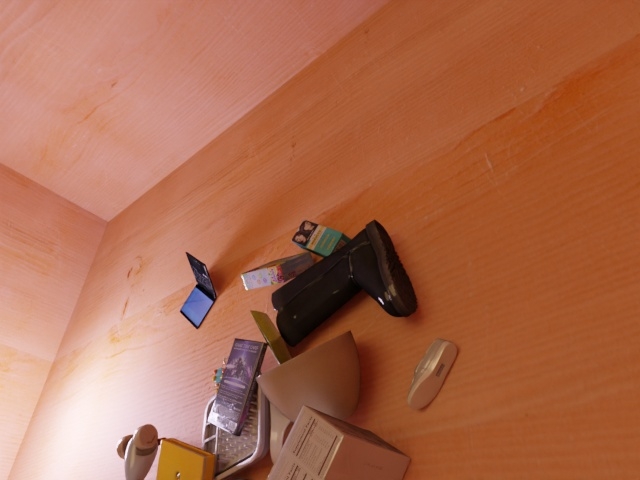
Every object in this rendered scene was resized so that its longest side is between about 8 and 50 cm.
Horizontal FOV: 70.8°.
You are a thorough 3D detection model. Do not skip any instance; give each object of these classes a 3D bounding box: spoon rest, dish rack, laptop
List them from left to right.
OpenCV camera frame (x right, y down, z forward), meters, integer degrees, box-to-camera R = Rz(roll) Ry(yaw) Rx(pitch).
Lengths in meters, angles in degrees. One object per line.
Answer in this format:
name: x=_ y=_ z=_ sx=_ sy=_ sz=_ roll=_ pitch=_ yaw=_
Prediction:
laptop: x=-0.573 y=0.216 z=2.007 sx=0.136 sy=0.265 sz=0.234 roll=-27 pitch=27 yaw=-29
dish rack: x=-0.256 y=0.582 z=1.398 sx=0.333 sy=0.072 sz=0.286 roll=-42 pitch=36 yaw=31
spoon rest: x=-0.095 y=0.501 z=1.303 sx=0.137 sy=0.084 sz=0.277 roll=-7 pitch=57 yaw=23

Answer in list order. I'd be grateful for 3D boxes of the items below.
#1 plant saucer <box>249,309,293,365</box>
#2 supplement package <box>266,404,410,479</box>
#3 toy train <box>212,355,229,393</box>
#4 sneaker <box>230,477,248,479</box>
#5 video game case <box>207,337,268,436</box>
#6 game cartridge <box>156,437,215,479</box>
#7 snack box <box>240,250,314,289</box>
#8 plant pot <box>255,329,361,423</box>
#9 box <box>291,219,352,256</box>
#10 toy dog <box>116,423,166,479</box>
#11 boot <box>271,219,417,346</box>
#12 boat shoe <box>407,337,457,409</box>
plant saucer: x=-0.148 y=0.326 z=1.453 sx=0.045 sy=0.189 sz=0.188 roll=-30 pitch=35 yaw=-13
supplement package: x=0.041 y=0.522 z=1.002 sx=0.145 sy=0.261 sz=0.204 roll=14 pitch=72 yaw=51
toy train: x=-0.320 y=0.498 z=1.592 sx=0.125 sy=0.046 sz=0.166 roll=-47 pitch=40 yaw=6
sneaker: x=-0.262 y=0.820 z=1.209 sx=0.124 sy=0.180 sz=0.321 roll=-9 pitch=18 yaw=20
video game case: x=-0.262 y=0.451 z=1.420 sx=0.196 sy=0.026 sz=0.275 roll=-10 pitch=57 yaw=52
game cartridge: x=-0.425 y=0.803 z=1.381 sx=0.285 sy=0.052 sz=0.324 roll=-9 pitch=74 yaw=45
snack box: x=-0.152 y=0.109 z=1.620 sx=0.207 sy=0.174 sz=0.070 roll=-14 pitch=96 yaw=40
plant pot: x=-0.005 y=0.388 z=1.194 sx=0.284 sy=0.284 sz=0.191 roll=-32 pitch=76 yaw=25
box: x=0.000 y=0.000 z=1.630 sx=0.244 sy=0.060 sz=0.101 roll=21 pitch=77 yaw=52
toy dog: x=-0.616 y=0.824 z=1.597 sx=0.220 sy=0.160 sz=0.334 roll=-9 pitch=70 yaw=39
boot: x=0.046 y=0.185 z=1.359 sx=0.445 sy=0.146 sz=0.367 roll=-35 pitch=32 yaw=18
boat shoe: x=0.260 y=0.320 z=1.098 sx=0.184 sy=0.066 sz=0.063 roll=-61 pitch=24 yaw=-6
